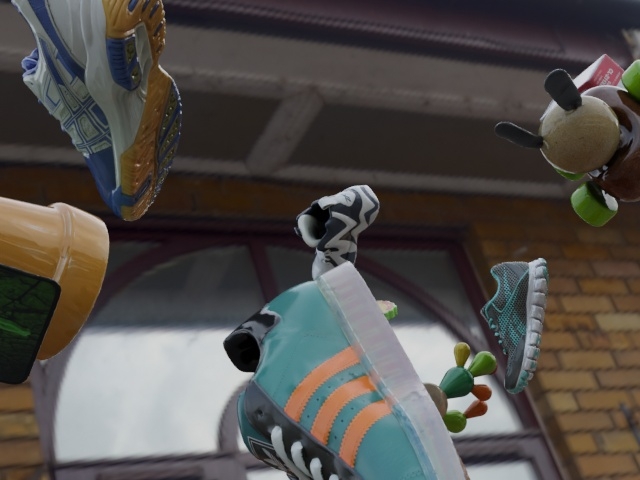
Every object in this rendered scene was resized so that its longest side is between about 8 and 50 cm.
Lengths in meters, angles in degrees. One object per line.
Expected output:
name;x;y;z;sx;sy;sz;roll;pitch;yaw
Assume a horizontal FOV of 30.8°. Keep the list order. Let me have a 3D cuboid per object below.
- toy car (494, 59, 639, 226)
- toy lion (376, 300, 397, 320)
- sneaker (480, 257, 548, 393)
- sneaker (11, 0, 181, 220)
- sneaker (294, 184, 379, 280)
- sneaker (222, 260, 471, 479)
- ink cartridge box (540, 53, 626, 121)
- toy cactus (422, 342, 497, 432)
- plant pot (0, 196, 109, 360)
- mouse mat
toy car;0.283;-0.125;1.275;0.188;0.149;0.155;17;-51;-33
toy lion;0.071;0.116;1.792;0.096;0.100;0.034;-8;-75;1
sneaker;0.229;0.101;1.400;0.076;0.166;0.065;5;-17;17
sneaker;-0.216;-0.146;1.125;0.131;0.112;0.296;16;-42;12
sneaker;0.000;0.000;2.169;0.153;0.094;0.235;-7;-37;-38
sneaker;0.019;0.135;0.743;0.121;0.302;0.108;-26;-55;-2
ink cartridge box;0.443;-0.174;1.750;0.175;0.072;0.127;40;-35;-5
toy cactus;0.124;0.191;1.390;0.219;0.112;0.180;-27;-16;-5
plant pot;-0.406;0.028;1.488;0.188;0.205;0.205;27;-54;-34
mouse mat;-0.342;0.062;1.050;0.190;0.007;0.152;19;-51;-13
